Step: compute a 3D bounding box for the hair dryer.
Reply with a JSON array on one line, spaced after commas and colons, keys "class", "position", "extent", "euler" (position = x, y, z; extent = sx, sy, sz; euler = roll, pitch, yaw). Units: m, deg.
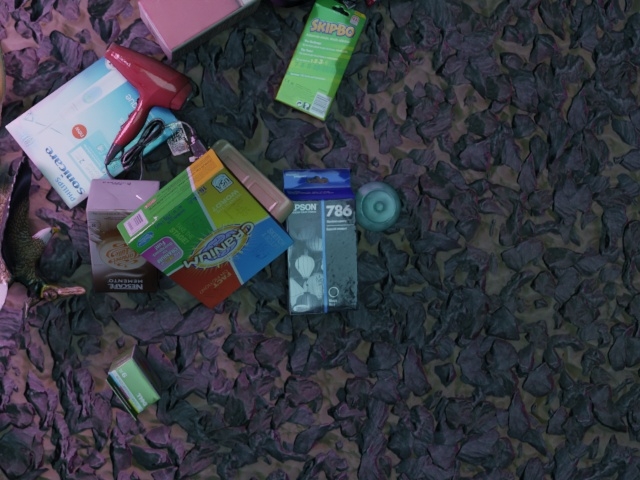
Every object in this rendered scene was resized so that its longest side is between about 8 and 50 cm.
[{"class": "hair dryer", "position": [-0.360, -0.263, 1.709], "extent": [0.223, 0.080, 0.294], "euler": [-19, 100, -9]}]

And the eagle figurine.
[{"class": "eagle figurine", "position": [-0.638, -0.002, 1.757], "extent": [0.226, 0.225, 0.298], "euler": [-23, 108, 5]}]

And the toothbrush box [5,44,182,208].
[{"class": "toothbrush box", "position": [-0.476, -0.240, 1.796], "extent": [0.295, 0.126, 0.216], "euler": [-36, 99, -5]}]

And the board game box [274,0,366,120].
[{"class": "board game box", "position": [0.001, -0.415, 1.913], "extent": [0.124, 0.039, 0.259], "euler": [23, 92, -11]}]

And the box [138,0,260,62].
[{"class": "box", "position": [-0.259, -0.503, 1.805], "extent": [0.232, 0.148, 0.127], "euler": [-34, 98, -7]}]

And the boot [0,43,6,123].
[{"class": "boot", "position": [-0.748, -0.309, 1.694], "extent": [0.206, 0.248, 0.090], "euler": [-1, 49, -27]}]

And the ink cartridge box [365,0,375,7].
[{"class": "ink cartridge box", "position": [0.130, -0.639, 1.874], "extent": [0.127, 0.128, 0.176], "euler": [-30, 97, -7]}]

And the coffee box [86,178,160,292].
[{"class": "coffee box", "position": [-0.408, -0.005, 1.766], "extent": [0.141, 0.098, 0.246], "euler": [1, 135, -8]}]

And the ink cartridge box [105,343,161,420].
[{"class": "ink cartridge box", "position": [-0.395, 0.299, 1.797], "extent": [0.062, 0.209, 0.109], "euler": [-33, 98, -6]}]

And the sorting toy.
[{"class": "sorting toy", "position": [-0.237, -0.043, 1.883], "extent": [0.229, 0.041, 0.307], "euler": [43, 97, -1]}]

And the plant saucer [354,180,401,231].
[{"class": "plant saucer", "position": [0.133, -0.079, 1.961], "extent": [0.119, 0.021, 0.119], "euler": [-1, 93, -9]}]

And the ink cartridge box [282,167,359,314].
[{"class": "ink cartridge box", "position": [0.000, 0.000, 1.923], "extent": [0.165, 0.065, 0.333], "euler": [-3, 93, -9]}]

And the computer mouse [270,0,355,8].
[{"class": "computer mouse", "position": [-0.047, -0.564, 1.829], "extent": [0.272, 0.072, 0.188], "euler": [-31, 88, -46]}]

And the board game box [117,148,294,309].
[{"class": "board game box", "position": [-0.224, -0.013, 1.727], "extent": [0.242, 0.064, 0.316], "euler": [-39, 142, 3]}]
